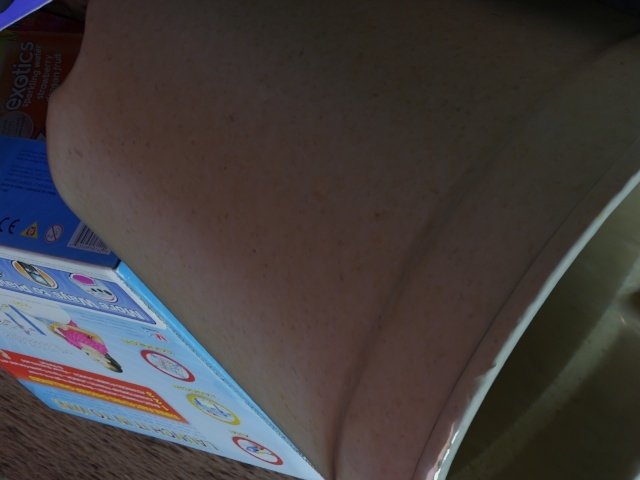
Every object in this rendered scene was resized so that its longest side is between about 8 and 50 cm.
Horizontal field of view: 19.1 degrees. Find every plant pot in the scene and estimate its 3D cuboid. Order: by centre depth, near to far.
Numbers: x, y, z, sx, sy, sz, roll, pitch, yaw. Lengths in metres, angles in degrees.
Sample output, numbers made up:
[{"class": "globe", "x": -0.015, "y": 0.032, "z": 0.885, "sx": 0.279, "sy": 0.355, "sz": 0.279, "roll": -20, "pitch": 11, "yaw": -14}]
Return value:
[{"class": "plant pot", "x": 0.039, "y": -0.025, "z": 0.965, "sx": 0.305, "sy": 0.334, "sz": 0.334, "roll": 36, "pitch": 164, "yaw": 25}]

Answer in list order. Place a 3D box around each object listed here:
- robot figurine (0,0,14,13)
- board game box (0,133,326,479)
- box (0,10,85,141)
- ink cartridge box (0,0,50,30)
[{"class": "robot figurine", "x": -0.149, "y": -0.224, "z": 0.857, "sx": 0.173, "sy": 0.209, "sz": 0.278, "roll": 23, "pitch": 126, "yaw": -14}, {"class": "board game box", "x": -0.157, "y": 0.044, "z": 1.383, "sx": 0.308, "sy": 0.086, "sz": 0.302, "roll": 10, "pitch": 154, "yaw": 38}, {"class": "box", "x": -0.213, "y": -0.063, "z": 1.505, "sx": 0.122, "sy": 0.128, "sz": 0.257, "roll": 19, "pitch": 158, "yaw": 22}, {"class": "ink cartridge box", "x": -0.293, "y": -0.186, "z": 1.178, "sx": 0.208, "sy": 0.206, "sz": 0.045, "roll": 56, "pitch": -169, "yaw": -24}]
